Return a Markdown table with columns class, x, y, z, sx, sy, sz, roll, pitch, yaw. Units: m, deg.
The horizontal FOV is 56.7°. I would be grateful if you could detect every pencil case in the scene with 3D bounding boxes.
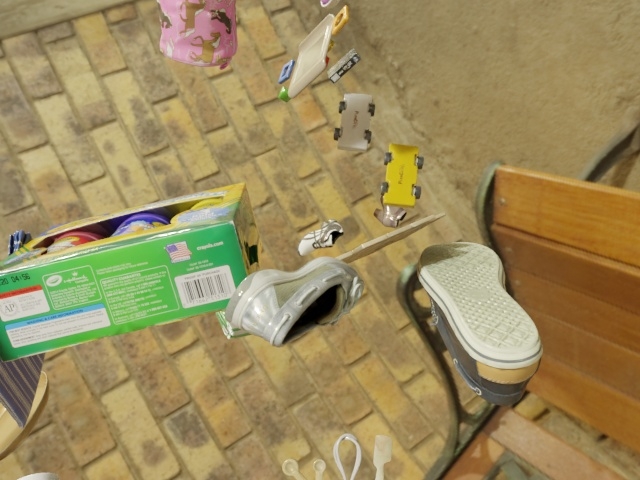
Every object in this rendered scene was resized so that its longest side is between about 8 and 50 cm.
| class | x | y | z | sx | sy | sz | roll | pitch | yaw |
| --- | --- | --- | --- | --- | --- | --- | --- | --- | --- |
| pencil case | -0.247 | -0.555 | 1.216 | 0.167 | 0.160 | 0.385 | 31 | 127 | 32 |

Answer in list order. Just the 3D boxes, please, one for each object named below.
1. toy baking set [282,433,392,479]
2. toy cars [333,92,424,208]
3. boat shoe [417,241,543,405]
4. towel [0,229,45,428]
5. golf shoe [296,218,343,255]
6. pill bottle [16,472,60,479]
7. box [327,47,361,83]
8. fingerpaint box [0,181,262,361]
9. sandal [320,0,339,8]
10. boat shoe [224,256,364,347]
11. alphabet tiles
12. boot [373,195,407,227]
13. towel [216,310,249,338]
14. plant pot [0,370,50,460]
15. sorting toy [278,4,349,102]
| class | x | y | z | sx | sy | sz | roll | pitch | yaw |
| --- | --- | --- | --- | --- | --- | --- | --- | --- | --- |
| toy baking set | 0.032 | 0.456 | 1.041 | 0.030 | 0.256 | 0.196 | 80 | 166 | -79 |
| toy cars | 0.151 | -0.231 | 1.586 | 0.393 | 0.177 | 0.087 | 54 | 163 | 23 |
| boat shoe | 0.309 | 0.142 | 1.216 | 0.500 | 0.187 | 0.155 | -97 | 2 | -65 |
| towel | -0.612 | 0.173 | 1.207 | 0.243 | 0.040 | 0.335 | 92 | 174 | -49 |
| golf shoe | 0.000 | 0.000 | 2.260 | 0.094 | 0.198 | 0.077 | 46 | 174 | 48 |
| pill bottle | -0.676 | 0.740 | 1.423 | 0.181 | 0.182 | 0.322 | 92 | 158 | -50 |
| box | 0.053 | -0.400 | 1.357 | 0.018 | 0.083 | 0.067 | 43 | -162 | -23 |
| fingerpaint box | -0.350 | 0.035 | 1.150 | 0.371 | 0.445 | 0.163 | -102 | 0 | -74 |
| sandal | 0.057 | -0.789 | 1.617 | 0.416 | 0.102 | 0.169 | 157 | 125 | -69 |
| boat shoe | -0.013 | 0.099 | 0.911 | 0.103 | 0.320 | 0.118 | 36 | 105 | 24 |
| alphabet tiles | 0.112 | 0.018 | 1.322 | 0.011 | 0.285 | 0.342 | 66 | 161 | 6 |
| boot | 0.208 | -0.094 | 1.698 | 0.087 | 0.118 | 0.042 | 27 | -179 | 30 |
| towel | -0.266 | 0.145 | 1.840 | 0.038 | 0.248 | 0.324 | -39 | 69 | 28 |
| plant pot | -0.693 | 0.404 | 1.335 | 0.032 | 0.236 | 0.236 | 48 | 166 | -31 |
| sorting toy | -0.014 | -0.511 | 1.668 | 0.348 | 0.047 | 0.195 | -28 | 45 | 50 |
